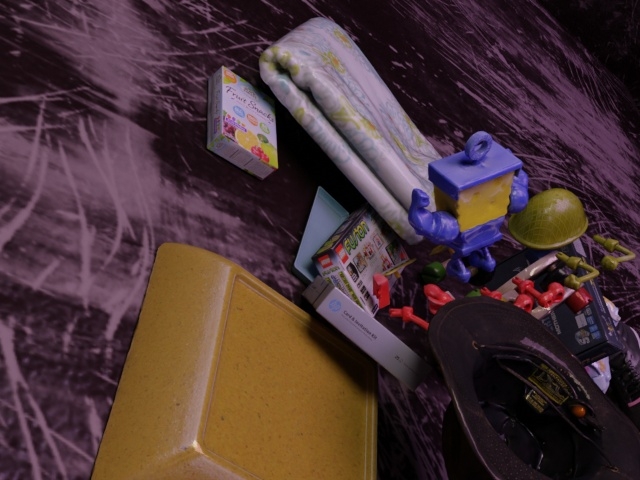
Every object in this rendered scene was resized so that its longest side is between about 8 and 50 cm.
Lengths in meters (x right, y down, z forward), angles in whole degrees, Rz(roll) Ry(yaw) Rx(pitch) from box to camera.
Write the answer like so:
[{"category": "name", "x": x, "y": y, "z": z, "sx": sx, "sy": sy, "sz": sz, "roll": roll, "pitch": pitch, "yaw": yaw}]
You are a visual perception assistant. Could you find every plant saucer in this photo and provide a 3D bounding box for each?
[{"category": "plant saucer", "x": -0.047, "y": 0.182, "z": 0.855, "sx": 0.333, "sy": 0.081, "sz": 0.332, "roll": 37, "pitch": 37, "yaw": -27}, {"category": "plant saucer", "x": 0.000, "y": 0.000, "z": 1.143, "sx": 0.067, "sy": 0.018, "sz": 0.192, "roll": 43, "pitch": 33, "yaw": -20}]

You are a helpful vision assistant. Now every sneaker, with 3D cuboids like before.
[{"category": "sneaker", "x": 0.608, "y": 0.266, "z": 1.638, "sx": 0.147, "sy": 0.104, "sz": 0.295, "roll": 32, "pitch": 33, "yaw": -29}]

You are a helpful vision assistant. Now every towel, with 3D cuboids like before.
[{"category": "towel", "x": 0.075, "y": -0.186, "z": 1.288, "sx": 0.374, "sy": 0.090, "sz": 0.320, "roll": 48, "pitch": 20, "yaw": -10}]

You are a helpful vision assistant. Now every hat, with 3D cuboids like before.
[{"category": "hat", "x": 0.208, "y": 0.212, "z": 0.898, "sx": 0.331, "sy": 0.134, "sz": 0.331, "roll": 29, "pitch": 30, "yaw": -19}]

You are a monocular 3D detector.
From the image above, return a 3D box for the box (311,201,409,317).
[{"category": "box", "x": 0.063, "y": 0.026, "z": 1.161, "sx": 0.114, "sy": 0.036, "sz": 0.207, "roll": 60, "pitch": 28, "yaw": -9}]

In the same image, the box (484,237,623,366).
[{"category": "box", "x": 0.392, "y": 0.118, "z": 1.399, "sx": 0.059, "sy": 0.183, "sz": 0.232, "roll": 25, "pitch": 44, "yaw": -39}]

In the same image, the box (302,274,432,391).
[{"category": "box", "x": 0.050, "y": 0.106, "z": 0.978, "sx": 0.145, "sy": 0.038, "sz": 0.186, "roll": 40, "pitch": -4, "yaw": -5}]

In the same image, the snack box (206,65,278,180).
[{"category": "snack box", "x": -0.109, "y": -0.164, "z": 1.129, "sx": 0.100, "sy": 0.037, "sz": 0.141, "roll": 31, "pitch": 39, "yaw": -36}]

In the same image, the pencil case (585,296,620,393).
[{"category": "pencil case", "x": 0.484, "y": 0.196, "z": 1.509, "sx": 0.273, "sy": 0.124, "sz": 0.113, "roll": -46, "pitch": 139, "yaw": -56}]

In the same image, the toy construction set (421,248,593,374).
[{"category": "toy construction set", "x": 0.254, "y": 0.172, "z": 1.180, "sx": 0.237, "sy": 0.257, "sz": 0.308, "roll": -23, "pitch": 90, "yaw": -41}]

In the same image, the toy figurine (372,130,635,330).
[{"category": "toy figurine", "x": 0.239, "y": -0.043, "z": 1.053, "sx": 0.363, "sy": 0.217, "sz": 0.191, "roll": -20, "pitch": 35, "yaw": -20}]
